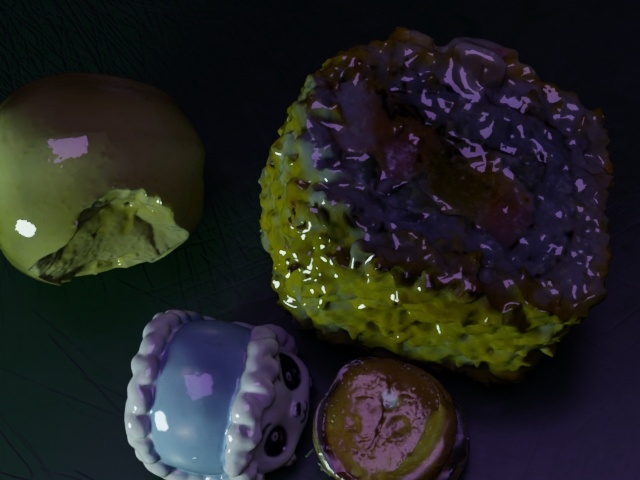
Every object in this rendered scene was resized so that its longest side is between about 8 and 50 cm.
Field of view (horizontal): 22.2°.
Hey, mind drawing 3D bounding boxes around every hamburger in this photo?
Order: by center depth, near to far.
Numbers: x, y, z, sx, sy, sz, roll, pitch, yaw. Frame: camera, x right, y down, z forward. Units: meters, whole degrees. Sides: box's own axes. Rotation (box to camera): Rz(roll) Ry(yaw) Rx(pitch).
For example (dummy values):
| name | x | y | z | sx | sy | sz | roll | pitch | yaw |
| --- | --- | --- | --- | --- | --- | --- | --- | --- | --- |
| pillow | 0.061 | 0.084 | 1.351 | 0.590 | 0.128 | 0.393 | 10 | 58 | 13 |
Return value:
| name | x | y | z | sx | sy | sz | roll | pitch | yaw |
| --- | --- | --- | --- | --- | --- | --- | --- | --- | --- |
| hamburger | 0.073 | 0.222 | 1.859 | 0.186 | 0.113 | 0.177 | -18 | 71 | 6 |

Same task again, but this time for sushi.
| name | x | y | z | sx | sy | sz | roll | pitch | yaw |
| --- | --- | --- | --- | --- | --- | --- | --- | --- | --- |
| sushi | 0.129 | -0.048 | 1.861 | 0.397 | 0.240 | 0.351 | 16 | 63 | -7 |

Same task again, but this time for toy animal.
| name | x | y | z | sx | sy | sz | roll | pitch | yaw |
| --- | --- | --- | --- | --- | --- | --- | --- | --- | --- |
| toy animal | -0.116 | 0.176 | 1.869 | 0.204 | 0.156 | 0.208 | 10 | 71 | 14 |

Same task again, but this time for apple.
| name | x | y | z | sx | sy | sz | roll | pitch | yaw |
| --- | --- | --- | --- | --- | --- | --- | --- | --- | --- |
| apple | -0.276 | -0.076 | 1.939 | 0.279 | 0.279 | 0.279 | -2 | 66 | 5 |

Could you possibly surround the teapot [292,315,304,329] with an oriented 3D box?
| name | x | y | z | sx | sy | sz | roll | pitch | yaw |
| --- | --- | --- | --- | --- | --- | --- | --- | --- | --- |
| teapot | 0.000 | 0.000 | 1.976 | 0.107 | 0.077 | 0.200 | -11 | 66 | -3 |
